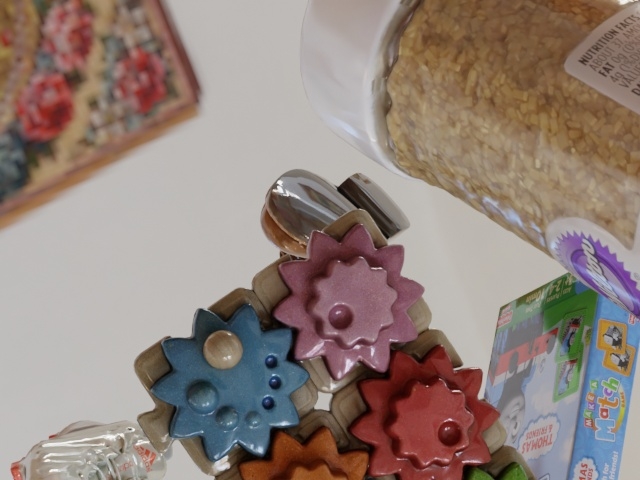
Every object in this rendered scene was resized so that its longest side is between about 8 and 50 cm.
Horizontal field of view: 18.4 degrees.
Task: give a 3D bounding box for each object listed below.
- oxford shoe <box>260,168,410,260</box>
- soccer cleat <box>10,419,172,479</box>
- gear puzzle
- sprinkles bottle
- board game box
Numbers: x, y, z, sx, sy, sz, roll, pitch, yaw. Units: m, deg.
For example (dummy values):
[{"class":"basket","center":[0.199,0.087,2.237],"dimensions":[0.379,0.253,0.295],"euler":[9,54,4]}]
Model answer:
[{"class":"oxford shoe","center":[0.000,0.000,1.357],"dimensions":[0.076,0.076,0.212],"euler":[-43,167,13]},{"class":"soccer cleat","center":[-0.128,0.137,1.130],"dimensions":[0.076,0.068,0.196],"euler":[-11,-172,3]},{"class":"gear puzzle","center":[0.048,0.163,1.080],"dimensions":[0.175,0.339,0.044],"euler":[-34,-175,-12]},{"class":"sprinkles bottle","center":[0.145,-0.021,0.731],"dimensions":[0.121,0.121,0.355],"euler":[-31,-135,-27]},{"class":"board game box","center":[0.144,0.128,1.260],"dimensions":[0.039,0.212,0.160],"euler":[17,160,-16]}]
